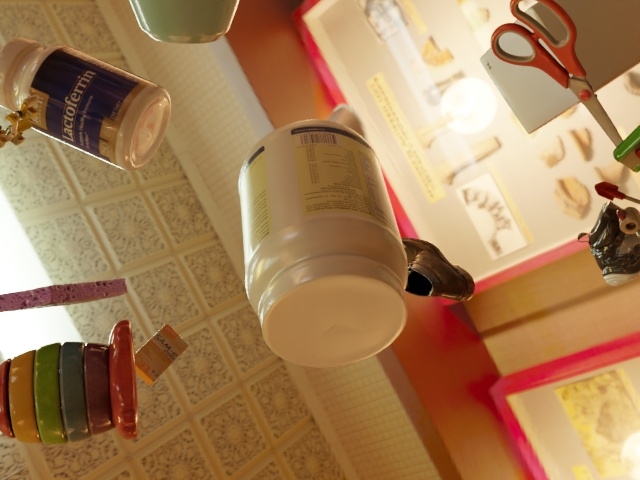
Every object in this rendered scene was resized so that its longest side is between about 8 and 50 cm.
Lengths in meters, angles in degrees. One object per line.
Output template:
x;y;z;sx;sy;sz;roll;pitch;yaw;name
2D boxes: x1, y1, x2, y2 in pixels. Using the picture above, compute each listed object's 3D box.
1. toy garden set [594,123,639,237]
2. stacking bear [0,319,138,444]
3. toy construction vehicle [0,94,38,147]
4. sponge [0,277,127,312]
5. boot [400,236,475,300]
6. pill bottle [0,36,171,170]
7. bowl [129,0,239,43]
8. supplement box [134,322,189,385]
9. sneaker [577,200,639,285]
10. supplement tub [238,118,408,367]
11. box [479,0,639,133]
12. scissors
0.489;-0.045;0.951;0.244;0.204;0.049;31;-139;-4;toy garden set
-0.425;0.231;1.078;0.288;0.164;0.176;-4;-112;-14;stacking bear
-0.436;-0.158;1.028;0.035;0.098;0.086;47;-147;-7;toy construction vehicle
-0.413;0.087;1.146;0.210;0.117;0.031;3;-103;-74;sponge
0.182;0.048;1.374;0.106;0.082;0.219;1;-158;-42;boot
-0.398;-0.232;1.197;0.264;0.153;0.153;23;-139;6;pill bottle
-0.341;-0.592;1.811;0.311;0.311;0.163;-35;-45;-53;bowl
-0.300;0.210;1.331;0.062;0.036;0.098;45;-125;-3;supplement box
0.659;-0.036;1.465;0.153;0.268;0.101;51;-156;3;sneaker
0.000;0.000;1.078;0.235;0.235;0.325;31;-147;-33;supplement tub
0.482;-0.360;1.222;0.345;0.215;0.168;-32;-92;-12;box
0.360;-0.220;0.989;0.297;0.109;0.021;39;-136;-4;scissors
